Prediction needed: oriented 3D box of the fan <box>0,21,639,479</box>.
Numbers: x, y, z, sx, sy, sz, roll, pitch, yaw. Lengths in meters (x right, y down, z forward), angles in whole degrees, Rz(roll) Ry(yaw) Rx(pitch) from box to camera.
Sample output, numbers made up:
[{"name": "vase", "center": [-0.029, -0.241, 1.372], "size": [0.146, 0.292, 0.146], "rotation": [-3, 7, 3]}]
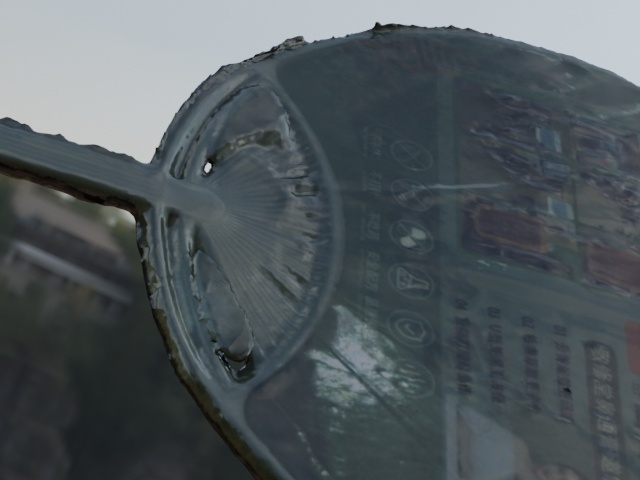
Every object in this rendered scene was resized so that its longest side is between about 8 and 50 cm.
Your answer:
[{"name": "fan", "center": [0.024, -0.009, 0.496], "size": [0.294, 0.223, 0.012], "rotation": [35, -49, 10]}]
